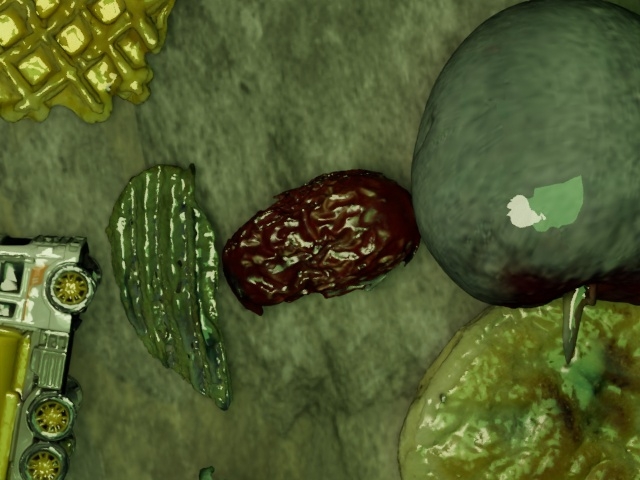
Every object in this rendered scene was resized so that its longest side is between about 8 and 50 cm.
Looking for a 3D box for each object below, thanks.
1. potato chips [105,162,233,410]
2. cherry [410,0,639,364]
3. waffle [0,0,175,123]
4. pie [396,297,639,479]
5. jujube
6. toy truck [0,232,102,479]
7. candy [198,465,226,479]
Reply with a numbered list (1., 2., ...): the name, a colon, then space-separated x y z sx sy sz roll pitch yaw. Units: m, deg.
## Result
1. potato chips: -0.123 0.041 1.577 0.092 0.028 0.208 -7 98 14
2. cherry: 0.196 -0.053 1.523 0.255 0.218 0.296 -1 73 -14
3. waffle: -0.232 -0.224 1.525 0.250 0.056 0.261 10 96 -9
4. pie: 0.230 0.171 1.628 0.337 0.075 0.338 -1 95 -9
5. jujube: -0.001 -0.004 1.562 0.166 0.104 0.104 -17 98 -6
6. toy truck: -0.245 0.104 1.533 0.114 0.098 0.227 9 95 -4
7. candy: -0.156 0.389 1.546 0.398 0.172 0.263 -38 103 6
